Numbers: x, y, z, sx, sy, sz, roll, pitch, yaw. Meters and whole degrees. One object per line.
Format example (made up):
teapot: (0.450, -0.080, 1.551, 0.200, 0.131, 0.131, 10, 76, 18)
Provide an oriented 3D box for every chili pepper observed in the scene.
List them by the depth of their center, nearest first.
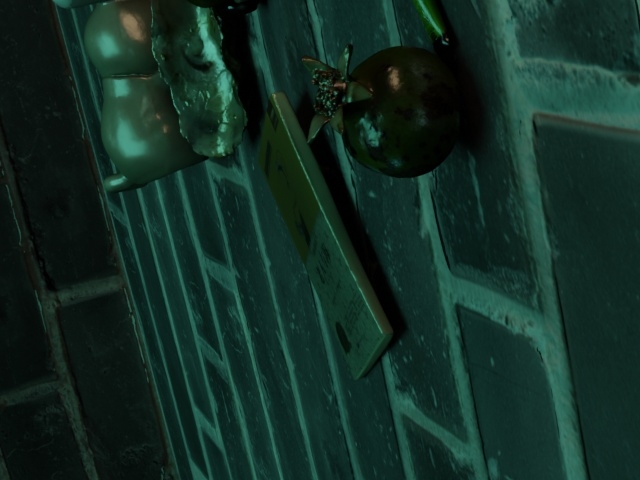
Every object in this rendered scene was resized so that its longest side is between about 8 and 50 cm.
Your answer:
chili pepper: (-0.012, -0.119, 1.833, 0.083, 0.017, 0.030, 57, 162, 32)

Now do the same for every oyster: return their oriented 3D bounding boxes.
oyster: (-0.180, -0.330, 2.048, 0.204, 0.111, 0.396, -5, 102, 54)

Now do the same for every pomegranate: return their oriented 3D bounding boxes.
pomegranate: (0.073, -0.137, 1.332, 0.148, 0.169, 0.149, 0, 90, 37)

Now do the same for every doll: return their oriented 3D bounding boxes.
doll: (-0.297, -0.267, 2.254, 0.215, 0.226, 0.370, -46, -47, -76)

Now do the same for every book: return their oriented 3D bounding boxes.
book: (0.000, 0.000, 1.861, 0.269, 0.032, 0.389, 108, 139, -69)

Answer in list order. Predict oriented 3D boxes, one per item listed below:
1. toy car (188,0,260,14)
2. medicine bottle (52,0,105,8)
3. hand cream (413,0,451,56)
toy car: (-0.203, -0.421, 1.830, 0.248, 0.198, 0.204, -137, 35, -56)
medicine bottle: (-0.133, -0.392, 1.370, 0.211, 0.371, 0.211, 161, 90, -73)
hand cream: (0.109, -0.254, 1.342, 0.036, 0.023, 0.122, 139, 112, -70)
